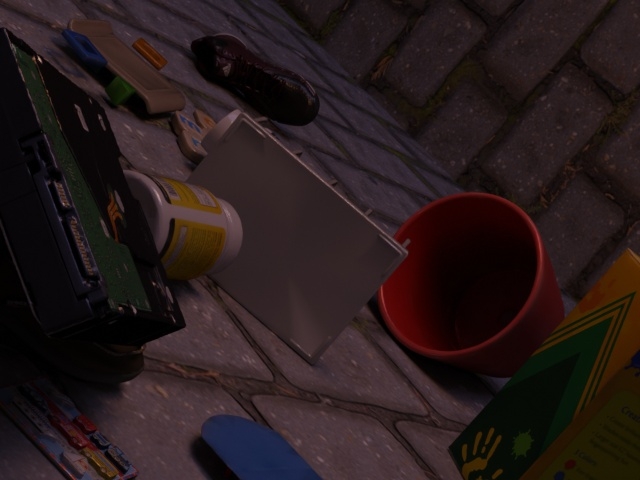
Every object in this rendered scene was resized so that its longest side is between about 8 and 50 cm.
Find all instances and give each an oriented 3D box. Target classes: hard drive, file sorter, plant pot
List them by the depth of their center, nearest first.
[{"bbox_3d":[-0.208,-0.029,1.247,0.339,0.064,0.237,55,13,-84],"label":"hard drive"},{"bbox_3d":[-0.043,-0.012,1.946,0.277,0.193,0.173,40,11,2],"label":"file sorter"},{"bbox_3d":[0.260,0.092,2.324,0.275,0.275,0.243,50,6,35],"label":"plant pot"}]

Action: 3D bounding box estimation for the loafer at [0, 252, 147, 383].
[{"bbox_3d":[-0.259,0.048,1.381,0.251,0.087,0.094,34,15,-23],"label":"loafer"}]

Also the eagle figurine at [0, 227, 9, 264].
[{"bbox_3d":[-0.350,-0.051,1.225,0.226,0.225,0.298,59,-8,-18],"label":"eagle figurine"}]

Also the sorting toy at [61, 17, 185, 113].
[{"bbox_3d":[-0.316,-0.272,2.358,0.196,0.047,0.347,46,14,4],"label":"sorting toy"}]

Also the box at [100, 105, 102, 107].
[{"bbox_3d":[-0.317,-0.097,1.647,0.094,0.113,0.275,36,13,-16],"label":"box"}]

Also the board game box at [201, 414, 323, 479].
[{"bbox_3d":[-0.054,0.238,1.451,0.168,0.033,0.133,42,18,31],"label":"board game box"}]

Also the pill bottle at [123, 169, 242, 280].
[{"bbox_3d":[-0.182,-0.013,1.722,0.119,0.119,0.208,45,14,22],"label":"pill bottle"}]

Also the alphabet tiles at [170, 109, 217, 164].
[{"bbox_3d":[-0.124,-0.110,2.401,0.284,0.021,0.278,32,18,-31],"label":"alphabet tiles"}]

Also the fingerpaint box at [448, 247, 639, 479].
[{"bbox_3d":[0.463,0.279,1.988,0.445,0.371,0.163,32,16,-29],"label":"fingerpaint box"}]

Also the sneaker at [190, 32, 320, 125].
[{"bbox_3d":[-0.145,-0.311,2.865,0.281,0.106,0.162,33,16,18],"label":"sneaker"}]

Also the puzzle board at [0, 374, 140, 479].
[{"bbox_3d":[-0.221,0.166,1.272,0.128,0.011,0.096,43,13,13],"label":"puzzle board"}]

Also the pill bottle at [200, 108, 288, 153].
[{"bbox_3d":[-0.092,-0.109,2.232,0.180,0.108,0.108,47,14,3],"label":"pill bottle"}]
